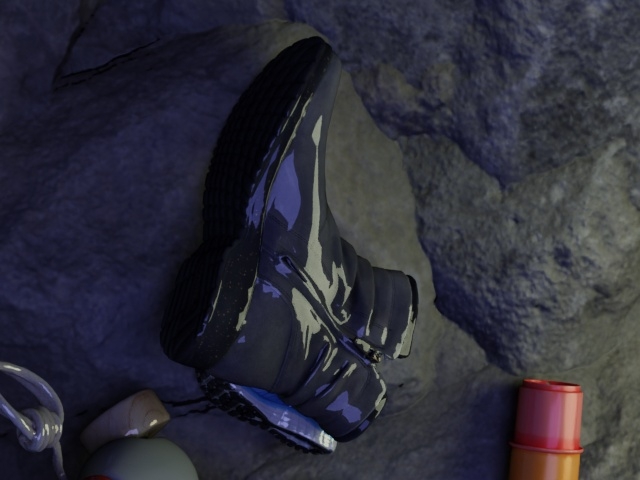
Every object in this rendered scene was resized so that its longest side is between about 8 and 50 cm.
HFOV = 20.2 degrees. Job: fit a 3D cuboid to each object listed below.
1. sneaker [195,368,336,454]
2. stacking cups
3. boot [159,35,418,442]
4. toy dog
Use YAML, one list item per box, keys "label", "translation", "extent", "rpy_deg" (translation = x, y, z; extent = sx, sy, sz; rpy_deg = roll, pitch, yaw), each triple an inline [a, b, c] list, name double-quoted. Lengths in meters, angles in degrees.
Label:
- label: "sneaker"
  translation: [-0.047, 0.140, 1.713]
  extent: [0.162, 0.063, 0.073]
  rpy_deg: [33, 65, -21]
- label: "stacking cups"
  translation: [0.221, 0.298, 1.792]
  extent: [0.096, 0.096, 0.316]
  rpy_deg: [8, 89, -19]
- label: "boot"
  translation: [0.000, 0.000, 1.682]
  extent: [0.223, 0.118, 0.338]
  rpy_deg: [25, 80, -27]
- label: "toy dog"
  translation: [-0.207, 0.242, 1.559]
  extent: [0.161, 0.220, 0.334]
  rpy_deg: [-43, 150, 18]
